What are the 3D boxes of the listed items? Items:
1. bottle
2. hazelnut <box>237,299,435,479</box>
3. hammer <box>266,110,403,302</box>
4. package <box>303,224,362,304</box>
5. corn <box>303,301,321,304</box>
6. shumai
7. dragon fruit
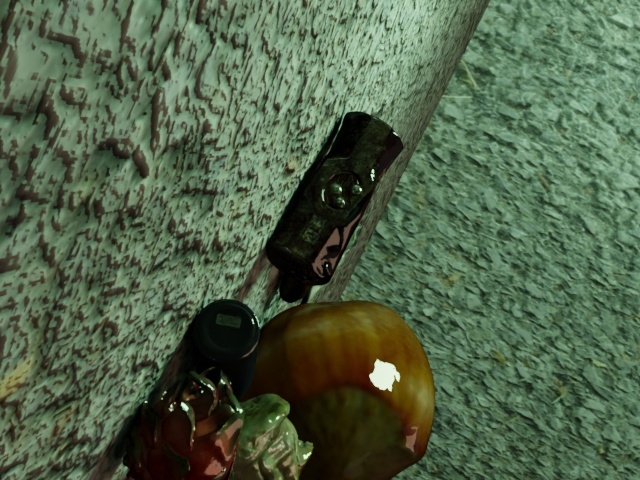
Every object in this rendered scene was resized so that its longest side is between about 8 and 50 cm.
[{"bbox_3d":[-0.111,0.139,1.324,0.244,0.072,0.082,103,7,-71],"label":"bottle"},{"bbox_3d":[0.012,0.267,1.871,0.365,0.366,0.366,-62,175,-10],"label":"hazelnut"},{"bbox_3d":[0.000,0.000,1.664,0.242,0.095,0.409,-61,177,-23],"label":"hammer"},{"bbox_3d":[0.012,0.067,2.433,0.232,0.040,0.166,-57,177,40],"label":"package"},{"bbox_3d":[-0.057,0.222,2.185,0.310,0.101,0.101,-52,169,-43],"label":"corn"},{"bbox_3d":[-0.103,0.263,1.333,0.201,0.120,0.201,-24,-174,3],"label":"shumai"},{"bbox_3d":[-0.140,0.205,1.181,0.142,0.121,0.130,-47,-145,15],"label":"dragon fruit"}]
